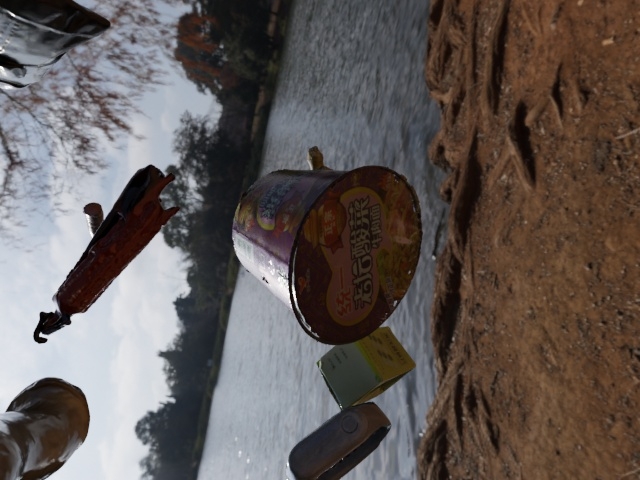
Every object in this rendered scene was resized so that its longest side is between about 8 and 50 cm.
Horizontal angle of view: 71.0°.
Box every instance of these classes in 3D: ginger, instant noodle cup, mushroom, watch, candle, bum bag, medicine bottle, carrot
[{"bbox_3d":[0.017,-0.174,1.205,0.096,0.067,0.165,8,131,58],"label":"ginger"},{"bbox_3d":[0.000,0.000,0.897,0.266,0.339,0.340,22,102,48],"label":"instant noodle cup"},{"bbox_3d":[-0.309,0.212,0.412,0.329,0.159,0.122,133,146,-83],"label":"mushroom"},{"bbox_3d":[0.030,0.364,0.778,0.068,0.206,0.193,47,170,34],"label":"watch"},{"bbox_3d":[-0.309,0.019,0.644,0.302,0.084,0.059,-53,-14,-8],"label":"candle"},{"bbox_3d":[-0.405,-0.250,0.576,0.340,0.144,0.095,-3,87,39],"label":"bum bag"},{"bbox_3d":[0.119,0.311,1.129,0.141,0.250,0.137,-46,65,18],"label":"medicine bottle"},{"bbox_3d":[-0.606,-0.040,1.210,0.139,0.048,0.048,113,165,-48],"label":"carrot"}]

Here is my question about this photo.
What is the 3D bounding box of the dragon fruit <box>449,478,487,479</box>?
[{"bbox_3d":[0.187,0.453,0.481,0.263,0.296,0.314,-42,-47,-49],"label":"dragon fruit"}]
